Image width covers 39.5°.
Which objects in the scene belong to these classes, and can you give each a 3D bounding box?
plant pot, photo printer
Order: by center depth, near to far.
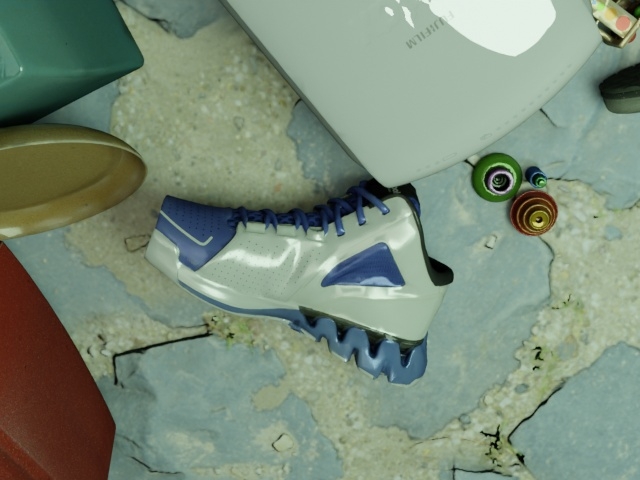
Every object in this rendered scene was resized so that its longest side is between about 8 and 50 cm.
[{"bbox_3d":[0.075,-0.206,0.763,0.256,0.107,0.307,-34,116,15],"label":"photo printer"},{"bbox_3d":[-0.283,-0.180,0.765,0.165,0.234,0.165,-25,105,7],"label":"plant pot"},{"bbox_3d":[-0.279,-0.053,0.821,0.236,0.236,0.032,-19,78,7],"label":"plant pot"},{"bbox_3d":[-0.353,0.208,0.883,0.267,0.267,0.236,-36,115,11],"label":"plant pot"}]

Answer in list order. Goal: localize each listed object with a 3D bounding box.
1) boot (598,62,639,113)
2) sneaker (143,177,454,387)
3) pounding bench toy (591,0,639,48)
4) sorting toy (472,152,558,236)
[{"bbox_3d":[0.399,-0.101,0.859,0.246,0.083,0.161,-7,112,5],"label":"boot"},{"bbox_3d":[0.001,0.001,0.881,0.315,0.127,0.182,25,102,-13],"label":"sneaker"},{"bbox_3d":[0.282,-0.230,0.833,0.065,0.052,0.083,33,104,-8],"label":"pounding bench toy"},{"bbox_3d":[0.202,-0.046,0.895,0.102,0.042,0.061,40,103,-10],"label":"sorting toy"}]
